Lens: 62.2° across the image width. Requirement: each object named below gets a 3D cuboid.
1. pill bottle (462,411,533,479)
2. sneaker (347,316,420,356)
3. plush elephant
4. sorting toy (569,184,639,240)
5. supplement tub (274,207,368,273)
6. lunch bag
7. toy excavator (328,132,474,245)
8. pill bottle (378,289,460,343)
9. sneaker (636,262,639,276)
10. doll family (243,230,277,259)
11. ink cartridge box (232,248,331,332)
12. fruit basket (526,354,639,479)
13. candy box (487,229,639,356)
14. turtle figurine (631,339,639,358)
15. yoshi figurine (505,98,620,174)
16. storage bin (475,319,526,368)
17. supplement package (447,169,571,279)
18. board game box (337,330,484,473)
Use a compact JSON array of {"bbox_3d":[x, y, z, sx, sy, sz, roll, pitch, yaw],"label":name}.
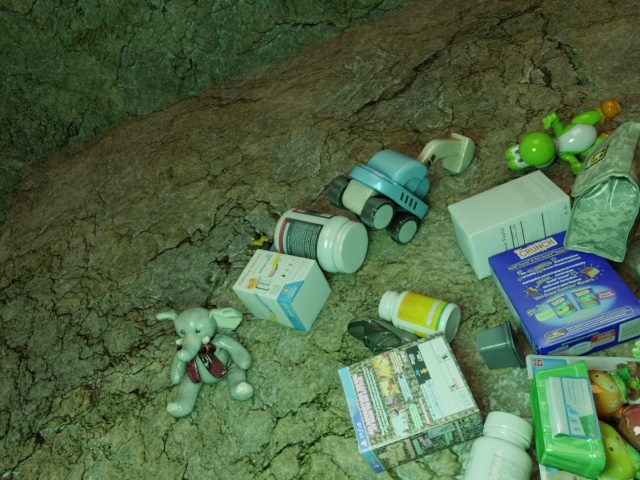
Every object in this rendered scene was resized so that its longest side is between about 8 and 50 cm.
[{"bbox_3d":[0.386,0.501,1.153,0.131,0.131,0.229,8,53,30],"label":"pill bottle"},{"bbox_3d":[0.155,0.294,1.486,0.227,0.087,0.130,18,47,31],"label":"sneaker"},{"bbox_3d":[-0.353,0.315,1.583,0.272,0.255,0.330,-12,45,14],"label":"plush elephant"},{"bbox_3d":[0.904,-0.126,1.549,0.257,0.089,0.255,-14,45,12],"label":"sorting toy"},{"bbox_3d":[0.000,0.000,1.771,0.272,0.191,0.191,13,55,34],"label":"supplement tub"},{"bbox_3d":[0.734,-0.132,1.336,0.169,0.287,0.235,18,51,28],"label":"lunch bag"},{"bbox_3d":[0.310,-0.219,1.791,0.222,0.433,0.445,36,98,44],"label":"toy excavator"},{"bbox_3d":[0.275,0.208,1.497,0.208,0.117,0.117,14,56,35],"label":"pill bottle"},{"bbox_3d":[0.852,0.155,1.301,0.121,0.099,0.262,-27,42,5],"label":"sneaker"},{"bbox_3d":[-0.196,0.013,1.942,0.193,0.076,0.111,7,47,24],"label":"doll family"},{"bbox_3d":[-0.121,0.155,1.693,0.233,0.168,0.171,10,54,33],"label":"ink cartridge box"},{"bbox_3d":[0.639,0.384,1.129,0.353,0.165,0.327,-4,47,17],"label":"fruit basket"},{"bbox_3d":[0.632,0.140,1.394,0.268,0.122,0.317,-20,44,7],"label":"candy box"},{"bbox_3d":[0.706,0.257,1.038,0.275,0.198,0.266,-20,26,5],"label":"turtle figurine"},{"bbox_3d":[0.791,-0.319,1.718,0.362,0.203,0.203,-19,50,11],"label":"yoshi figurine"},{"bbox_3d":[0.455,0.268,1.353,0.091,0.135,0.098,-18,43,22],"label":"storage bin"},{"bbox_3d":[0.554,-0.047,1.558,0.293,0.175,0.177,-21,34,5],"label":"supplement package"},{"bbox_3d":[0.220,0.399,1.319,0.291,0.141,0.232,-21,43,5],"label":"board game box"}]
